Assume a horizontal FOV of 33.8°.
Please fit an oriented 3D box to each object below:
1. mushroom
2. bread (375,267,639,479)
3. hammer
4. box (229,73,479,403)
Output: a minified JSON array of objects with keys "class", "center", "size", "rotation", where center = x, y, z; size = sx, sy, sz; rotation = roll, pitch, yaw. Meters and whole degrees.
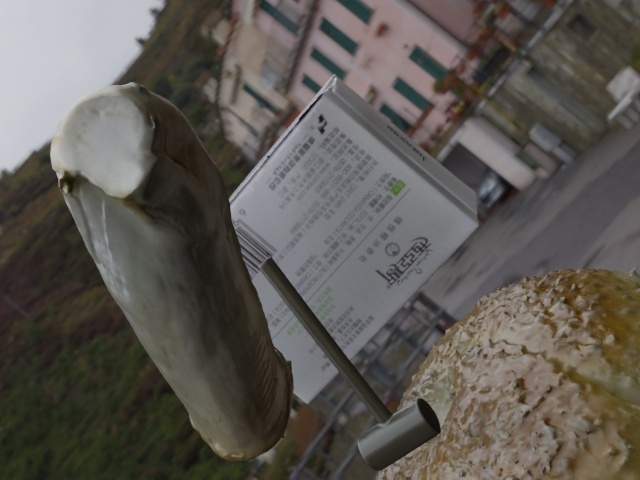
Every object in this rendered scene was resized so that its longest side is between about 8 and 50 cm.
[{"class":"mushroom","center":[-0.086,0.028,0.676],"size":[0.095,0.122,0.351],"rotation":[-22,-37,-3]},{"class":"bread","center":[0.136,0.145,0.703],"size":[0.305,0.159,0.305],"rotation":[-61,6,11]},{"class":"hammer","center":[0.008,0.052,0.473],"size":[0.035,0.110,0.019],"rotation":[-35,6,17]},{"class":"box","center":[0.000,0.000,1.041],"size":[0.260,0.194,0.111],"rotation":[-47,8,17]}]
